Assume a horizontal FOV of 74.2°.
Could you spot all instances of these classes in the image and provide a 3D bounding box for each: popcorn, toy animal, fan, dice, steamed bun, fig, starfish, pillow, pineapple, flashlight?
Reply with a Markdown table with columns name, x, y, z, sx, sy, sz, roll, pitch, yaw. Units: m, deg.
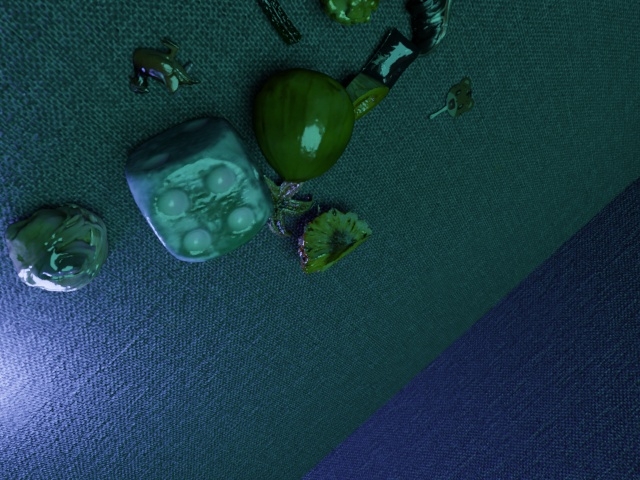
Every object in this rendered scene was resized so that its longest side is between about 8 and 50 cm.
| name | x | y | z | sx | sy | sz | roll | pitch | yaw |
| --- | --- | --- | --- | --- | --- | --- | --- | --- | --- |
| popcorn | 0.102 | -0.766 | 1.258 | 0.217 | 0.181 | 0.235 | 8 | 121 | -34 |
| toy animal | -0.446 | -0.472 | 1.212 | 0.188 | 0.089 | 0.179 | 30 | 110 | -19 |
| fan | 0.540 | -0.560 | 1.750 | 0.227 | 0.008 | 0.152 | -33 | 132 | -6 |
| dice | -0.361 | -0.163 | 1.306 | 0.348 | 0.330 | 0.328 | -26 | 129 | -7 |
| steamed bun | -0.792 | 0.047 | 1.300 | 0.268 | 0.207 | 0.280 | -12 | 127 | -22 |
| fig | -0.054 | -0.350 | 1.334 | 0.343 | 0.343 | 0.343 | -14 | 127 | -20 |
| starfish | -0.146 | -0.152 | 1.589 | 0.303 | 0.113 | 0.312 | 8 | 126 | -30 |
| pillow | 0.240 | -0.621 | 1.495 | 0.141 | 0.055 | 0.208 | 28 | 116 | -25 |
| pineapple | -0.001 | 0.002 | 1.755 | 0.344 | 0.209 | 0.286 | -23 | 165 | -28 |
| flashlight | -0.413 | -0.483 | 1.265 | 0.052 | 0.031 | 0.110 | 38 | 95 | -3 |

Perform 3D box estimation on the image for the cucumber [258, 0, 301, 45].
| name | x | y | z | sx | sy | sz | roll | pitch | yaw |
| --- | --- | --- | --- | --- | --- | --- | --- | --- | --- |
| cucumber | -0.130 | -0.677 | 1.273 | 0.058 | 0.058 | 0.187 | -42 | 130 | 2 |

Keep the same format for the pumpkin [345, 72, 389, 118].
| name | x | y | z | sx | sy | sz | roll | pitch | yaw |
| --- | --- | --- | --- | --- | --- | --- | --- | --- | --- |
| pumpkin | 0.124 | -0.504 | 1.483 | 0.217 | 0.217 | 0.110 | -33 | 92 | -5 |

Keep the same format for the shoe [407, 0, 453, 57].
| name | x | y | z | sx | sy | sz | roll | pitch | yaw |
| --- | --- | --- | --- | --- | --- | --- | --- | --- | --- |
| shoe | 0.363 | -0.776 | 1.436 | 0.137 | 0.114 | 0.290 | -7 | 122 | -31 |
